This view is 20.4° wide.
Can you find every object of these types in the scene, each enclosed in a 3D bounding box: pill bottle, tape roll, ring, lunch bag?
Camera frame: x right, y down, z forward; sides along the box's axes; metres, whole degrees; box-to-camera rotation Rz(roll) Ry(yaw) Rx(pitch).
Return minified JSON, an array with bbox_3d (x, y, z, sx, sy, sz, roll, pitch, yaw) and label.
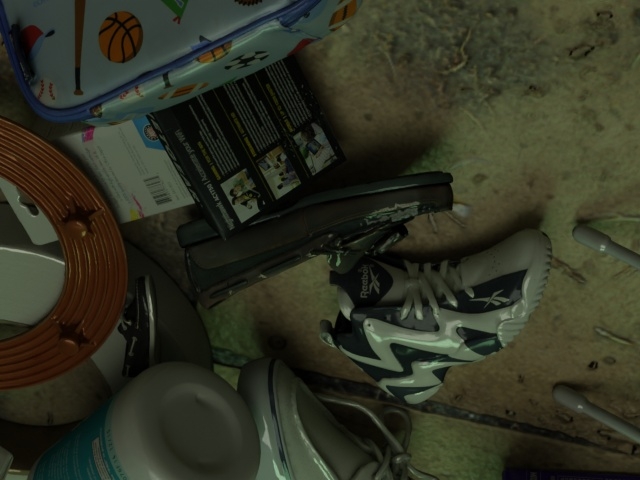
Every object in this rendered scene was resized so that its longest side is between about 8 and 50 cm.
[{"bbox_3d":[-0.183,0.229,1.667,0.146,0.146,0.264,34,134,-18],"label":"pill bottle"},{"bbox_3d":[-0.300,0.135,1.760,0.392,0.072,0.392,4,127,5],"label":"tape roll"},{"bbox_3d":[-0.341,0.018,1.611,0.337,0.032,0.336,3,127,5],"label":"ring"},{"bbox_3d":[-0.130,-0.233,1.380,0.303,0.115,0.243,-20,83,19],"label":"lunch bag"}]

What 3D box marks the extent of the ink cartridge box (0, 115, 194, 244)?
[{"bbox_3d":[-0.193,-0.071,1.594,0.181,0.061,0.104,-15,123,17],"label":"ink cartridge box"}]

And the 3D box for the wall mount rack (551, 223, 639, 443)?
[{"bbox_3d":[0.378,0.110,1.631,0.304,0.130,0.350,2,127,1],"label":"wall mount rack"}]

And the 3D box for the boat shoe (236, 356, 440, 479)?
[{"bbox_3d":[0.046,0.243,1.761,0.156,0.136,0.367,-13,127,17],"label":"boat shoe"}]

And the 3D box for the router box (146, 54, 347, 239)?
[{"bbox_3d":[-0.073,-0.108,1.523,0.133,0.046,0.179,-34,122,-10],"label":"router box"}]

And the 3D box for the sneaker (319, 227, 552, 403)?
[{"bbox_3d":[0.091,0.047,1.629,0.153,0.094,0.235,27,136,-24],"label":"sneaker"}]

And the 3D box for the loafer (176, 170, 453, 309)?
[{"bbox_3d":[0.000,0.000,1.594,0.267,0.096,0.084,-12,87,24],"label":"loafer"}]

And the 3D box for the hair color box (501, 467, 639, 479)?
[{"bbox_3d":[0.349,0.340,1.816,0.339,0.110,0.185,4,127,6],"label":"hair color box"}]

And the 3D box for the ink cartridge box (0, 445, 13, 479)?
[{"bbox_3d":[-0.460,0.247,1.742,0.198,0.115,0.273,38,133,-17],"label":"ink cartridge box"}]

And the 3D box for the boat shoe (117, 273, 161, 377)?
[{"bbox_3d":[-0.167,0.081,1.631,0.038,0.046,0.125,1,135,-1],"label":"boat shoe"}]
